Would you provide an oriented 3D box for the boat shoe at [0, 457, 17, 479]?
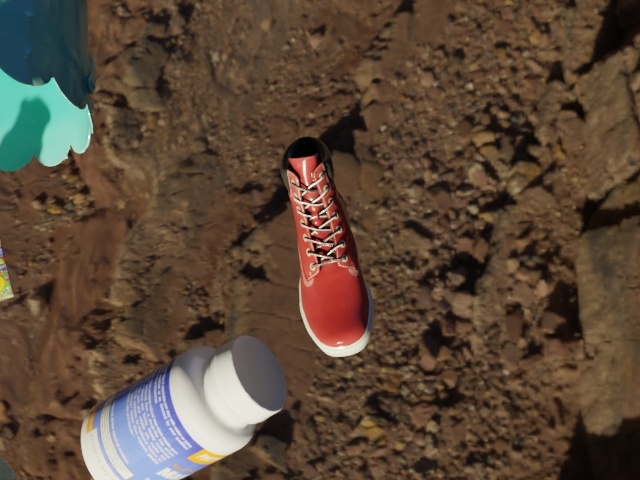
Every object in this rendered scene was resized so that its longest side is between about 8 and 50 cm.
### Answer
[{"bbox_3d":[-0.360,0.326,0.841,0.079,0.081,0.228,19,31,-28],"label":"boat shoe"}]

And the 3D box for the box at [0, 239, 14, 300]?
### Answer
[{"bbox_3d":[-0.634,-0.049,1.306,0.177,0.290,0.279,-16,110,-30],"label":"box"}]

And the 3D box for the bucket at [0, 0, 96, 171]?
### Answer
[{"bbox_3d":[-0.369,-0.202,0.858,0.281,0.281,0.183,11,71,-34],"label":"bucket"}]

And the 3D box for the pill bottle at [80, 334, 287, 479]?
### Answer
[{"bbox_3d":[-0.183,0.238,1.134,0.152,0.272,0.152,44,28,-31],"label":"pill bottle"}]

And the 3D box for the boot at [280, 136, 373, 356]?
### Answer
[{"bbox_3d":[0.000,0.000,0.970,0.176,0.088,0.244,73,6,-51],"label":"boot"}]
